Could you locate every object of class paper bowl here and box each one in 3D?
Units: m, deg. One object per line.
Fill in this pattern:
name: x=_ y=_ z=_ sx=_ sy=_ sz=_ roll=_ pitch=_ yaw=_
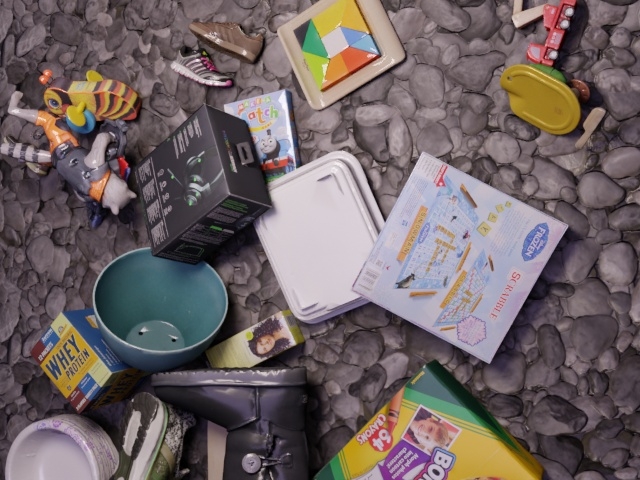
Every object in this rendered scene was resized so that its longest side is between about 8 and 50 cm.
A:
paper bowl: x=-0.616 y=0.569 z=1.885 sx=0.284 sy=0.148 sz=0.284 roll=0 pitch=90 yaw=22

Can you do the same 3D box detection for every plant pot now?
plant pot: x=-0.370 y=0.186 z=1.748 sx=0.290 sy=0.290 sz=0.195 roll=39 pitch=139 yaw=17

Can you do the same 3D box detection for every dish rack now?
dish rack: x=0.000 y=0.000 z=1.666 sx=0.286 sy=0.072 sz=0.332 roll=-24 pitch=89 yaw=19

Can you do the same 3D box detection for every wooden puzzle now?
wooden puzzle: x=0.039 y=-0.436 z=1.685 sx=0.239 sy=0.044 sz=0.221 roll=-27 pitch=80 yaw=19

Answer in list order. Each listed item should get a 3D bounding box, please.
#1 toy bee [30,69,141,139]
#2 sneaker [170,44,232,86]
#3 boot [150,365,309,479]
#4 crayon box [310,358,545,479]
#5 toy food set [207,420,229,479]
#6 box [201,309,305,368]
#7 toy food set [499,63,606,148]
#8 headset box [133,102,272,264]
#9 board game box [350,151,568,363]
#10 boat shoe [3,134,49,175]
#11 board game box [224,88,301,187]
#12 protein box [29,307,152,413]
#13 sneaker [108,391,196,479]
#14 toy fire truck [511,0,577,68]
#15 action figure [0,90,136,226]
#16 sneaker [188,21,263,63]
toy bee: x=-0.601 y=-0.339 z=1.861 sx=0.298 sy=0.162 sz=0.195 roll=-23 pitch=42 yaw=-1
sneaker: x=-0.276 y=-0.411 z=1.800 sx=0.170 sy=0.063 sz=0.074 roll=26 pitch=105 yaw=25
boot: x=-0.194 y=0.498 z=1.635 sx=0.367 sy=0.146 sz=0.445 roll=-4 pitch=83 yaw=18
crayon box: x=0.215 y=0.484 z=1.576 sx=0.313 sy=0.106 sz=0.363 roll=45 pitch=105 yaw=16
toy food set: x=-0.137 y=0.518 z=1.737 sx=0.220 sy=0.092 sz=0.306 roll=-7 pitch=79 yaw=22
box: x=-0.156 y=0.244 z=1.752 sx=0.232 sy=0.058 sz=0.087 roll=-30 pitch=79 yaw=19
toy food set: x=0.460 y=-0.280 z=1.499 sx=0.218 sy=0.128 sz=0.071 roll=37 pitch=61 yaw=22
headset box: x=-0.261 y=-0.125 z=1.696 sx=0.283 sy=0.131 sz=0.246 roll=-36 pitch=58 yaw=29
board game box: x=0.272 y=0.033 z=1.538 sx=0.318 sy=0.066 sz=0.318 roll=28 pitch=100 yaw=4
boat shoe: x=-0.761 y=-0.231 z=2.002 sx=0.152 sy=0.056 sz=0.049 roll=41 pitch=99 yaw=7
board game box: x=-0.131 y=-0.223 z=1.755 sx=0.160 sy=0.039 sz=0.211 roll=-10 pitch=86 yaw=21
protein box: x=-0.530 y=0.276 z=1.823 sx=0.200 sy=0.201 sz=0.136 roll=45 pitch=105 yaw=16
sneaker: x=-0.384 y=0.564 z=1.769 sx=0.158 sy=0.182 sz=0.410 roll=13 pitch=86 yaw=53
toy fire truck: x=0.434 y=-0.447 z=1.526 sx=0.135 sy=0.047 sz=0.192 roll=22 pitch=99 yaw=21
action figure: x=-0.582 y=-0.151 z=1.790 sx=0.330 sy=0.178 sz=0.341 roll=29 pitch=130 yaw=11
sneaker: x=-0.216 y=-0.477 z=1.787 sx=0.188 sy=0.066 sz=0.071 roll=29 pitch=83 yaw=14
